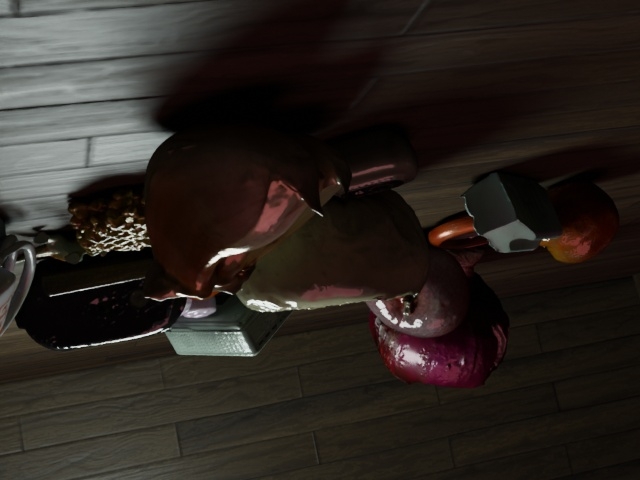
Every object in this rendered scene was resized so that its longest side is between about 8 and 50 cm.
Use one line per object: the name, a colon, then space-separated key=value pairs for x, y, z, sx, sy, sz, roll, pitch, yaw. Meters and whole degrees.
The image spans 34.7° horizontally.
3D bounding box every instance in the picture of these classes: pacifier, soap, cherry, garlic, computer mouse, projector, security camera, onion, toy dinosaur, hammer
pacifier: x=-0.591 y=0.069 z=1.577 sx=0.233 sy=0.299 sz=0.244 roll=24 pitch=-152 yaw=-3
soap: x=0.380 y=-0.056 z=2.017 sx=0.091 sy=0.145 sz=0.230 roll=-29 pitch=166 yaw=30
cherry: x=0.232 y=0.111 z=2.437 sx=0.261 sy=0.221 sz=0.307 roll=25 pitch=-171 yaw=8
garlic: x=-0.099 y=-0.053 z=1.377 sx=0.286 sy=0.249 sz=0.313 roll=15 pitch=135 yaw=-31
computer mouse: x=-0.404 y=0.104 z=1.902 sx=0.323 sy=0.183 sz=0.116 roll=-9 pitch=-166 yaw=3
projector: x=-0.207 y=0.166 z=2.314 sx=0.257 sy=0.099 sz=0.192 roll=-4 pitch=-149 yaw=39
security camera: x=0.001 y=-0.098 z=1.591 sx=0.301 sy=0.080 sz=0.157 roll=-12 pitch=169 yaw=16
onion: x=0.319 y=0.168 z=2.702 sx=0.398 sy=0.398 sz=0.420 roll=-9 pitch=129 yaw=-15
toy dinosaur: x=-0.439 y=0.008 z=1.752 sx=0.212 sy=0.057 sz=0.142 roll=-1 pitch=-176 yaw=1
hammer: x=-0.309 y=0.046 z=1.782 sx=0.365 sy=0.111 sz=0.043 roll=-11 pitch=170 yaw=-39

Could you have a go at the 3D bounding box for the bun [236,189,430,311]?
bun: x=0.016 y=0.010 z=1.763 sx=0.360 sy=0.211 sz=0.360 roll=-7 pitch=178 yaw=0

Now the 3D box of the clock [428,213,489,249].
clock: x=0.346 y=-0.027 z=2.329 sx=0.205 sy=0.051 sz=0.205 roll=-11 pitch=167 yaw=-2

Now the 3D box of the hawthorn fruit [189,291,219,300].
hawthorn fruit: x=-0.237 y=0.062 z=2.014 sx=0.128 sy=0.128 sz=0.128 roll=-11 pitch=169 yaw=-2

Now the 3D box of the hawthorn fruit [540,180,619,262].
hawthorn fruit: x=0.536 y=-0.042 z=2.159 sx=0.189 sy=0.189 sz=0.189 roll=-11 pitch=169 yaw=-2

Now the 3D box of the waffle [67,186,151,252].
waffle: x=-0.292 y=-0.031 z=1.618 sx=0.197 sy=0.070 sz=0.193 roll=-10 pitch=168 yaw=-7

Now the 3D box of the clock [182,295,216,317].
clock: x=-0.401 y=0.120 z=2.138 sx=0.295 sy=0.113 sz=0.322 roll=-15 pitch=167 yaw=16
